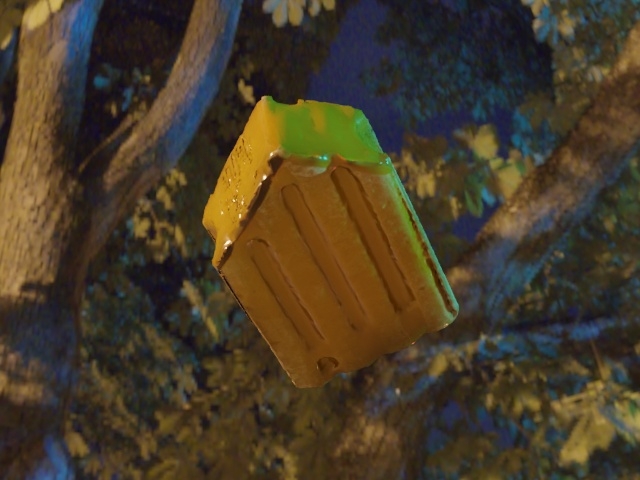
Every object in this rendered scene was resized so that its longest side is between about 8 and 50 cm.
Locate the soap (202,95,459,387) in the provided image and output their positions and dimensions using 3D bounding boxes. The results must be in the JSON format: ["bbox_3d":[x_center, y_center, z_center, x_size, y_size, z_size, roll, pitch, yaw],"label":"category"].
[{"bbox_3d":[0.000,0.000,0.945,0.160,0.080,0.257,-25,-46,3],"label":"soap"}]
